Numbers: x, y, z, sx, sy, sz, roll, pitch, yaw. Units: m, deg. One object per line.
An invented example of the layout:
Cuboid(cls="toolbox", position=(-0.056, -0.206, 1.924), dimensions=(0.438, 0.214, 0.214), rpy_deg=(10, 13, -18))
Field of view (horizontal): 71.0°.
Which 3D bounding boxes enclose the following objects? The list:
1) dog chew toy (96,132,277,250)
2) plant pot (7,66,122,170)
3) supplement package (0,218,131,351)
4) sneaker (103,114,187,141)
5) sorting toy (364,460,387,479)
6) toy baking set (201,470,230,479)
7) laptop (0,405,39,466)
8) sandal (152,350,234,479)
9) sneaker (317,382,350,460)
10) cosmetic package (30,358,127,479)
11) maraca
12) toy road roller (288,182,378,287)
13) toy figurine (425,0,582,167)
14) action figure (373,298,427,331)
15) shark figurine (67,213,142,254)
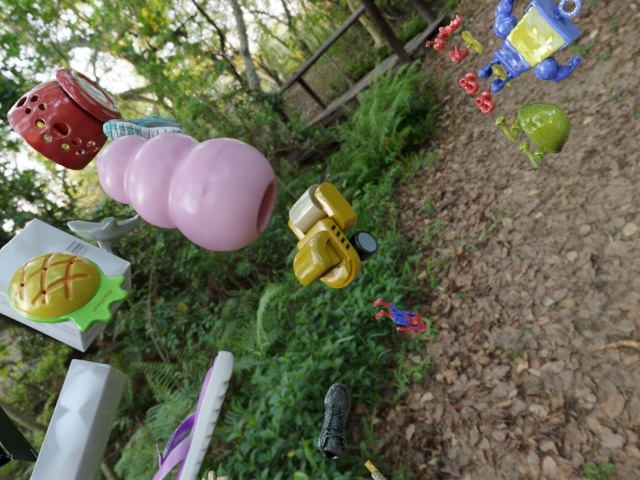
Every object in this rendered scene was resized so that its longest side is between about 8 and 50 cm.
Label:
Cuboid(cls="dog chew toy", position=(-0.254, -0.104, 0.832), dimensions=(0.206, 0.332, 0.206), rpy_deg=(15, -90, -83))
Cuboid(cls="plant pot", position=(-0.578, -0.286, 1.043), dimensions=(0.174, 0.191, 0.191), rpy_deg=(-40, 18, 8))
Cuboid(cls="supplement package", position=(-0.638, 0.108, 1.101), dimensions=(0.145, 0.262, 0.204), rpy_deg=(-61, 4, 50))
Cuboid(cls="sneaker", position=(-0.379, -0.241, 0.975), dimensions=(0.076, 0.167, 0.064), rpy_deg=(-110, 32, -40))
Cuboid(cls="sorting toy", position=(0.235, 0.772, 1.300), dimensions=(0.041, 0.229, 0.307), rpy_deg=(-42, 13, -14))
Cuboid(cls="toy baking set", position=(-0.277, 0.739, 1.186), dimensions=(0.197, 0.030, 0.255), rpy_deg=(0, 79, 54))
Cuboid(cls="laptop", position=(-0.873, 0.513, 1.113), dimensions=(0.264, 0.234, 0.136), rpy_deg=(-24, -32, -58))
Cuboid(cls="sandal", position=(-0.290, 0.431, 0.950), dimensions=(0.169, 0.102, 0.415), rpy_deg=(130, 160, -75))
Cuboid(cls="sneaker", position=(0.049, 0.558, 1.364), dimensions=(0.130, 0.087, 0.227), rpy_deg=(-174, 98, -80))
Cuboid(cls="cosmetic package", position=(-0.596, 0.503, 1.107), dimensions=(0.284, 0.098, 0.376), rpy_deg=(119, 161, -65))
Cuboid(cls="maraca", position=(-0.397, 0.078, 0.707), dimensions=(0.099, 0.186, 0.127), rpy_deg=(93, -165, -52))
Cuboid(cls="toy road roller", position=(0.000, 0.000, 1.433), dimensions=(0.241, 0.329, 0.202), rpy_deg=(-27, -13, -47))
Cuboid(cls="toy figurine", position=(0.413, -0.352, 0.862), dimensions=(0.191, 0.362, 0.217), rpy_deg=(-35, -6, -43))
Cuboid(cls="action figure", position=(0.134, 0.128, 0.735), dimensions=(0.030, 0.115, 0.038), rpy_deg=(-48, 34, 31))
Cuboid(cls="shark figurine", position=(-0.685, -0.066, 1.532), dimensions=(0.278, 0.166, 0.116), rpy_deg=(-32, -10, -33))
